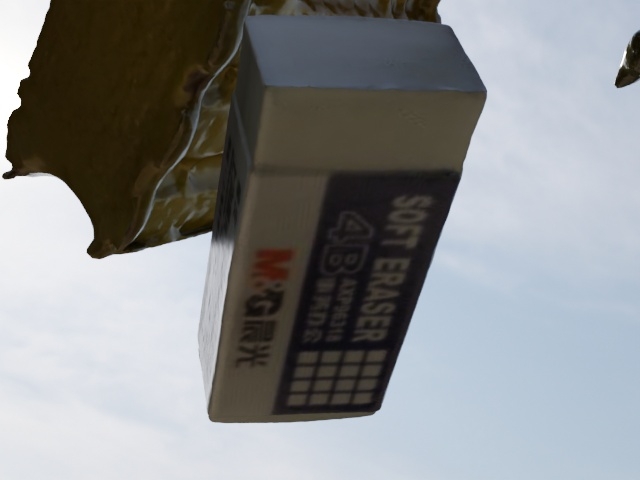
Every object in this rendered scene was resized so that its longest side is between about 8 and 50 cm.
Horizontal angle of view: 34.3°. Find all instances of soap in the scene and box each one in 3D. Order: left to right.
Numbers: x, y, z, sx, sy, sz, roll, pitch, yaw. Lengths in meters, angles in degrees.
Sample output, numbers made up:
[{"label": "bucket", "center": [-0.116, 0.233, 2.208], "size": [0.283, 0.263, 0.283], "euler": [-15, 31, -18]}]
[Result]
[{"label": "soap", "center": [-0.050, -0.155, 0.818], "size": [0.156, 0.335, 0.293], "euler": [36, -63, 22]}]

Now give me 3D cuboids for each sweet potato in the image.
[{"label": "sweet potato", "center": [0.272, -0.168, 0.794], "size": [0.041, 0.038, 0.153], "euler": [35, -44, 7]}]

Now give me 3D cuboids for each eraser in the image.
[{"label": "eraser", "center": [0.000, 0.000, 0.633], "size": [0.124, 0.081, 0.278], "euler": [0, -46, -15]}]
